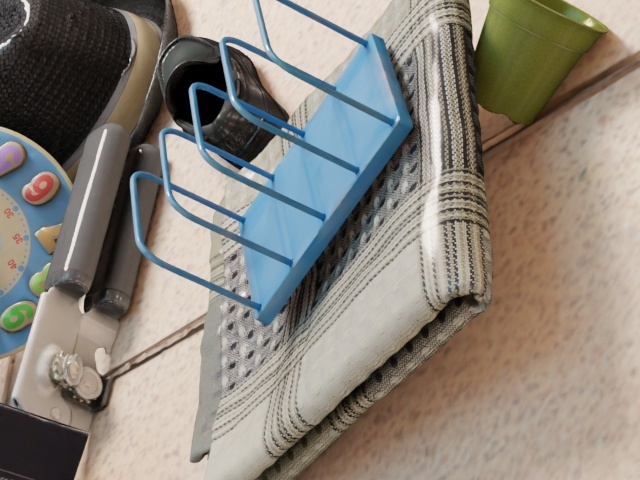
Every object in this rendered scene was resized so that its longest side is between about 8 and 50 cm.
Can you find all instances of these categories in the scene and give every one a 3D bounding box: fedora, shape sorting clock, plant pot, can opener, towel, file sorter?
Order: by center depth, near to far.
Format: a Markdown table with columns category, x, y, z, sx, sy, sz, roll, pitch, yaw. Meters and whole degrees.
| category | x | y | z | sx | sy | sz | roll | pitch | yaw |
| --- | --- | --- | --- | --- | --- | --- | --- | --- | --- |
| file sorter | -0.038 | -0.058 | 1.236 | 0.170 | 0.104 | 0.118 | -55 | 24 | 24 |
| plant pot | 0.131 | -0.120 | 1.240 | 0.079 | 0.083 | 0.083 | -63 | 30 | 16 |
| towel | 0.000 | 0.000 | 1.276 | 0.324 | 0.056 | 0.312 | -47 | 32 | 40 |
| can opener | -0.196 | 0.036 | 1.553 | 0.093 | 0.074 | 0.280 | -19 | 49 | 47 |
| shape sorting clock | -0.300 | 0.002 | 1.625 | 0.206 | 0.206 | 0.040 | -57 | -3 | 2 |
| fedora | -0.282 | -0.137 | 1.743 | 0.334 | 0.152 | 0.334 | -34 | 39 | 33 |

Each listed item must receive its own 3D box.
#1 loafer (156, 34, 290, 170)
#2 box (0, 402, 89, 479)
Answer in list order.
| category | x | y | z | sx | sy | sz | roll | pitch | yaw |
| --- | --- | --- | --- | --- | --- | --- | --- | --- | --- |
| loafer | -0.089 | -0.121 | 1.532 | 0.076 | 0.078 | 0.223 | -54 | 32 | 7 |
| box | -0.352 | 0.253 | 1.422 | 0.343 | 0.179 | 0.313 | -1 | 70 | 62 |
